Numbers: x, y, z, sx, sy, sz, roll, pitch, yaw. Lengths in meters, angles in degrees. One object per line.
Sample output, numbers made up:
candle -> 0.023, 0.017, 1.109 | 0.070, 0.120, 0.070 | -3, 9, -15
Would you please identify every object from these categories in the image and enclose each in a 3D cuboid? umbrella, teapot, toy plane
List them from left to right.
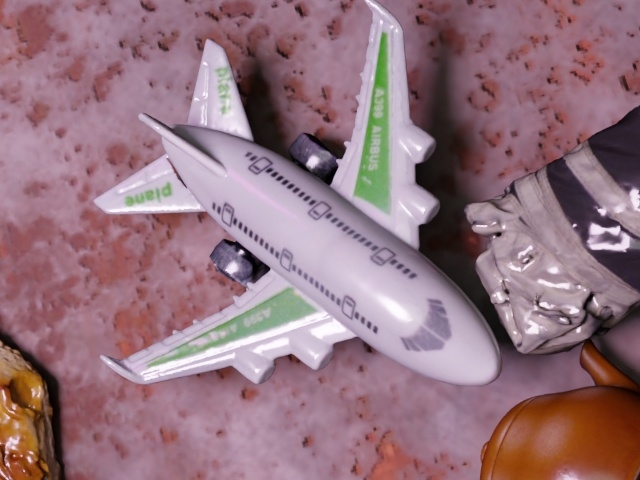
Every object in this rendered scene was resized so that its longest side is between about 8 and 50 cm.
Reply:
toy plane -> 0.001, 0.001, 0.863 | 0.255, 0.101, 0.251 | 36, 92, 20
teapot -> 0.130, 0.132, 0.828 | 0.116, 0.116, 0.173 | 23, 72, 14
umbrella -> 0.227, -0.051, 0.764 | 0.357, 0.106, 0.113 | -35, 57, 36

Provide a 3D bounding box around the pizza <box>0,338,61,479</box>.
pizza -> -0.252, 0.089, 0.936 | 0.271, 0.056, 0.134 | 46, 103, 12
